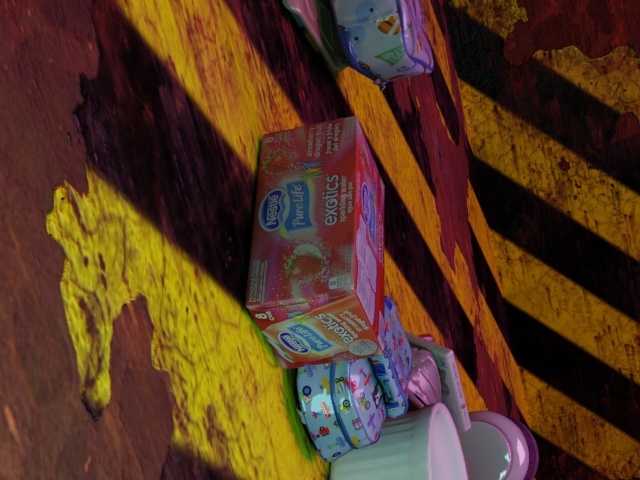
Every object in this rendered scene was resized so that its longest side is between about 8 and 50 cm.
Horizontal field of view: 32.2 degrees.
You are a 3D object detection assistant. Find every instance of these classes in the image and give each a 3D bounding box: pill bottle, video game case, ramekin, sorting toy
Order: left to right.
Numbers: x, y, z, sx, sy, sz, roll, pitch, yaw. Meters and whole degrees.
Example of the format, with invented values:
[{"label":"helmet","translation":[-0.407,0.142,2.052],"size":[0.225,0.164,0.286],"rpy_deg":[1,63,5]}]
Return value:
[{"label":"sorting toy","translation":[-0.017,-0.366,1.596],"size":[0.208,0.038,0.193],"rpy_deg":[38,44,-63]},{"label":"ramekin","translation":[0.107,0.351,1.409],"size":[0.277,0.135,0.277],"rpy_deg":[-10,90,-76]},{"label":"video game case","translation":[0.162,0.211,1.723],"size":[0.019,0.157,0.143],"rpy_deg":[-30,118,-28]},{"label":"pill bottle","translation":[0.313,0.405,2.087],"size":[0.301,0.169,0.169],"rpy_deg":[34,48,-71]}]

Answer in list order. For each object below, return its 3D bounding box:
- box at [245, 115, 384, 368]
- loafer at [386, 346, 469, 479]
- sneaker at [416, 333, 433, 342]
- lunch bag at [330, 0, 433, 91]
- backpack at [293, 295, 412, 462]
[{"label":"box","translation":[0.000,0.000,1.245],"size":[0.128,0.123,0.257],"rpy_deg":[65,21,-47]},{"label":"loafer","translation":[0.150,0.313,1.677],"size":[0.111,0.112,0.319],"rpy_deg":[-54,132,-53]},{"label":"sneaker","translation":[0.190,0.235,1.900],"size":[0.221,0.087,0.128],"rpy_deg":[77,5,-53]},{"label":"lunch bag","translation":[0.083,-0.378,1.661],"size":[0.243,0.115,0.303],"rpy_deg":[-4,83,-74]},{"label":"backpack","translation":[0.036,0.165,1.298],"size":[0.173,0.117,0.158],"rpy_deg":[-73,150,-54]}]
